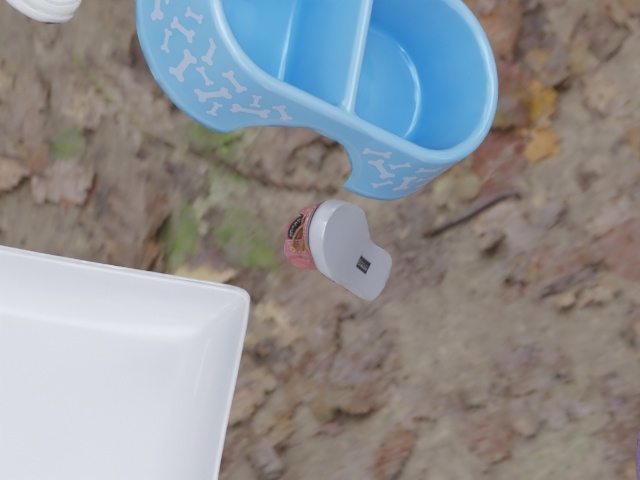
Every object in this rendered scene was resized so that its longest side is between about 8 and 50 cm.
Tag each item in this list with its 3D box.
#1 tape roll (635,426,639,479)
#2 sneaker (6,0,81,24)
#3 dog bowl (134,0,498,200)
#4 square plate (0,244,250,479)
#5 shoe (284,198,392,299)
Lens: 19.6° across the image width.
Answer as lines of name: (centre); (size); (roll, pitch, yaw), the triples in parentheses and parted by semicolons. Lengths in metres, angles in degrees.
tape roll: (0.437, 0.206, 1.717); (0.274, 0.090, 0.275); (-2, 100, -9)
sneaker: (-0.273, -0.353, 1.754); (0.110, 0.118, 0.292); (-10, 87, -47)
dog bowl: (0.009, -0.139, 1.330); (0.297, 0.074, 0.166); (23, 67, -33)
square plate: (-0.258, 0.181, 1.651); (0.344, 0.049, 0.347); (10, 71, -4)
shoe: (0.000, 0.000, 1.608); (0.081, 0.178, 0.063); (24, 81, 23)
